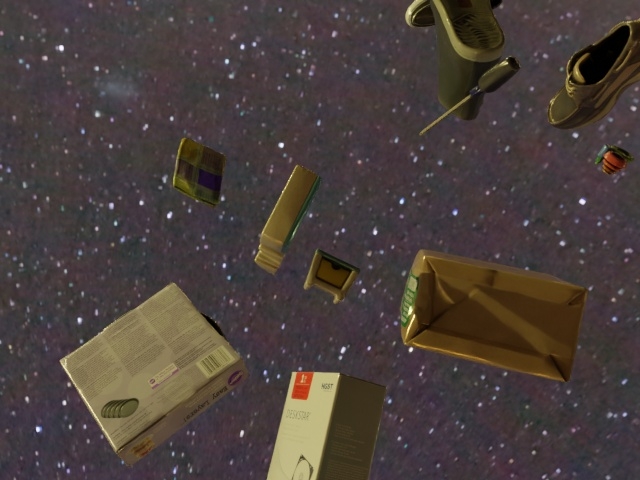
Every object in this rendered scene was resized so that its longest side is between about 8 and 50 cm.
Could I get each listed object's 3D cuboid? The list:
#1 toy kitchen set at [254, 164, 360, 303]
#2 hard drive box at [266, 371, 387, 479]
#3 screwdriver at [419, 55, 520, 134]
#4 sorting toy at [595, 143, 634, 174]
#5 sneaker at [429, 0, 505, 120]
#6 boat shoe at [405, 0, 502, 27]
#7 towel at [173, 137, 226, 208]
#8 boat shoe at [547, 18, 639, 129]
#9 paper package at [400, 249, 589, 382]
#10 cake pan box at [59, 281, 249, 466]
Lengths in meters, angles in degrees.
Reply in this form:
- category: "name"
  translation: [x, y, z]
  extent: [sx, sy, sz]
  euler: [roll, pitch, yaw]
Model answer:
- category: "toy kitchen set"
  translation: [0.000, 0.000, 1.151]
  extent: [0.166, 0.207, 0.122]
  euler: [26, -106, -1]
- category: "hard drive box"
  translation: [0.002, 0.328, 1.137]
  extent: [0.089, 0.181, 0.232]
  euler: [20, -108, -21]
- category: "screwdriver"
  translation: [0.167, -0.164, 0.848]
  extent: [0.024, 0.170, 0.025]
  euler: [15, -113, -26]
- category: "sorting toy"
  translation: [0.571, -0.155, 1.432]
  extent: [0.061, 0.042, 0.102]
  euler: [39, -147, 18]
- category: "sneaker"
  translation: [0.172, -0.264, 0.941]
  extent: [0.083, 0.118, 0.222]
  euler: [2, -129, -3]
- category: "boat shoe"
  translation: [0.195, -0.341, 1.062]
  extent: [0.142, 0.049, 0.040]
  euler: [-19, -140, 0]
- category: "towel"
  translation: [-0.138, -0.080, 0.839]
  extent: [0.060, 0.009, 0.083]
  euler: [26, -136, -24]
- category: "boat shoe"
  translation: [0.587, -0.362, 1.564]
  extent: [0.130, 0.355, 0.132]
  euler: [7, -117, -19]
- category: "paper package"
  translation: [0.313, 0.127, 1.393]
  extent: [0.309, 0.168, 0.325]
  euler: [11, -176, 5]
- category: "cake pan box"
  translation: [-0.293, 0.223, 1.298]
  extent: [0.267, 0.070, 0.246]
  euler: [-37, -128, -19]
